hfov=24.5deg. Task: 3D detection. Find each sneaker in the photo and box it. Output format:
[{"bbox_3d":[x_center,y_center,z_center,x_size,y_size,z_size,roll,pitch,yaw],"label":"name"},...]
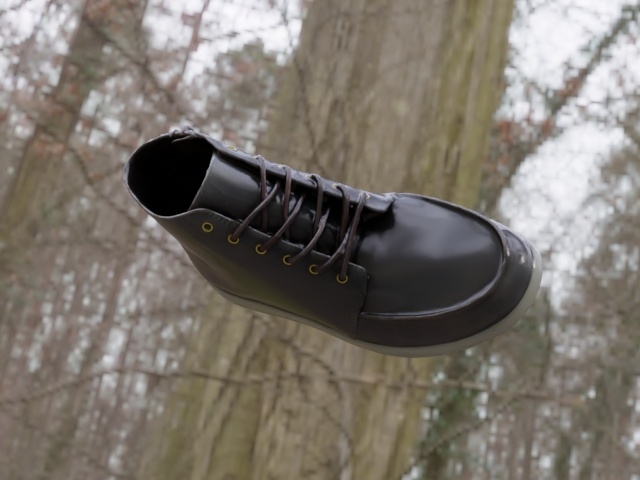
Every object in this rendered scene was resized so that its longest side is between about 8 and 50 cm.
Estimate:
[{"bbox_3d":[0.000,0.000,0.787,0.222,0.083,0.118,5,-22,33],"label":"sneaker"}]
